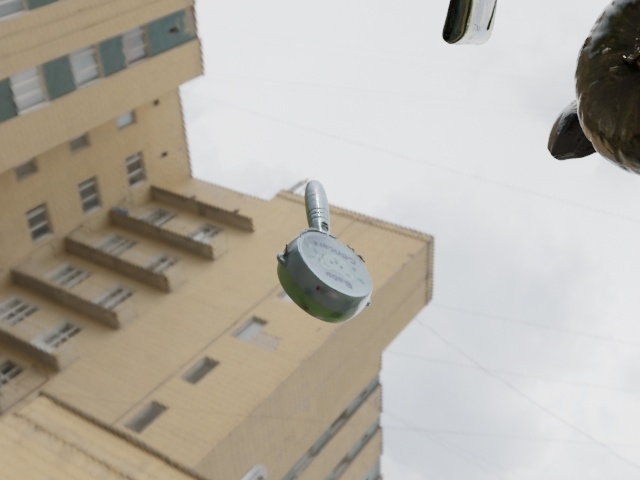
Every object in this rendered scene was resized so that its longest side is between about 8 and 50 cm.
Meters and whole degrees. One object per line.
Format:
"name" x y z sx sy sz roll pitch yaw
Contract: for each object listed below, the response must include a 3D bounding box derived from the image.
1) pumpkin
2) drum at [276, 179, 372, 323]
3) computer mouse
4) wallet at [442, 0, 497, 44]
"pumpkin" 0.360 -0.165 0.817 0.224 0.157 0.223 -15 -110 48
"drum" 0.017 0.012 1.042 0.130 0.253 0.049 34 -62 -8
"computer mouse" 0.403 -0.185 1.212 0.062 0.192 0.106 58 -12 -22
"wallet" 0.223 -0.338 1.207 0.039 0.155 0.110 14 -72 21
